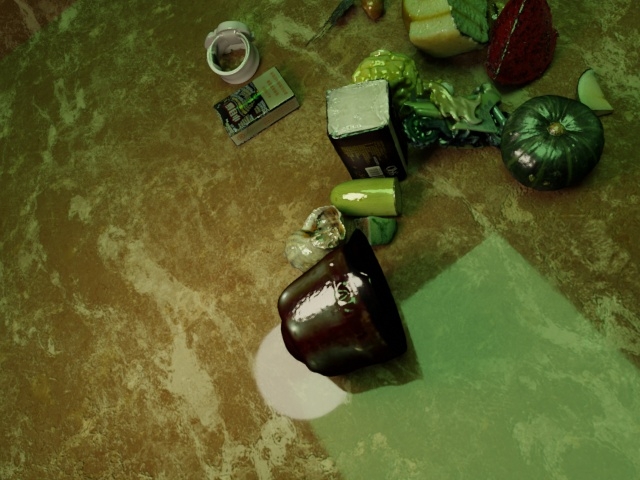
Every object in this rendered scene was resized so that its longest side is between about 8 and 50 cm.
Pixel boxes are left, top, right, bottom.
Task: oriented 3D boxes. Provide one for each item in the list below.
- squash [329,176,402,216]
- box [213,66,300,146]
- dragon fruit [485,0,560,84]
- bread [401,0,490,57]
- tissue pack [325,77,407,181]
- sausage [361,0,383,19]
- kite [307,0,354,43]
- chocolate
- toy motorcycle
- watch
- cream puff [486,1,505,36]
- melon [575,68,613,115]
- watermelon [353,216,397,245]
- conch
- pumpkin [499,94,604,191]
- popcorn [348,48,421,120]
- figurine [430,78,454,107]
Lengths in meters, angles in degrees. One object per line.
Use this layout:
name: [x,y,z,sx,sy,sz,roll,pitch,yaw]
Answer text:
squash: [0.145,-0.142,1.756,0.246,0.132,0.133,-2,65,20]
box: [-0.259,-0.543,2.117,0.310,0.084,0.198,-32,60,2]
dragon fruit: [0.691,-0.677,1.808,0.317,0.204,0.152,-70,22,11]
bread: [0.438,-0.809,1.892,0.264,0.239,0.396,-24,54,47]
tissue pack: [0.164,-0.331,1.706,0.209,0.370,0.199,-10,67,14]
sausage: [0.200,-1.031,2.176,0.108,0.109,0.271,-19,60,10]
kite: [0.045,-0.924,2.202,0.285,0.015,0.152,-49,29,-4]
chocolate: [0.040,0.205,1.502,0.331,0.384,0.384,-20,61,12]
toy motorcycle: [0.452,-0.408,1.707,0.409,0.169,0.237,-3,70,-13]
watch: [-0.388,-0.794,2.254,0.243,0.196,0.232,-7,85,17]
cream puff: [0.644,-0.793,1.895,0.104,0.119,0.133,6,78,-1]
melon: [0.875,-0.483,1.700,0.097,0.054,0.182,-12,63,8]
watermelon: [0.157,-0.033,1.715,0.158,0.121,0.098,9,91,27]
conch: [0.007,0.011,1.712,0.291,0.159,0.210,-10,39,47]
pumpkin: [0.695,-0.291,1.588,0.299,0.207,0.301,-1,72,4]
popcorn: [0.220,-0.540,1.857,0.292,0.293,0.237,-19,67,10]
figurine: [0.405,-0.517,1.867,0.129,0.109,0.178,9,64,47]
